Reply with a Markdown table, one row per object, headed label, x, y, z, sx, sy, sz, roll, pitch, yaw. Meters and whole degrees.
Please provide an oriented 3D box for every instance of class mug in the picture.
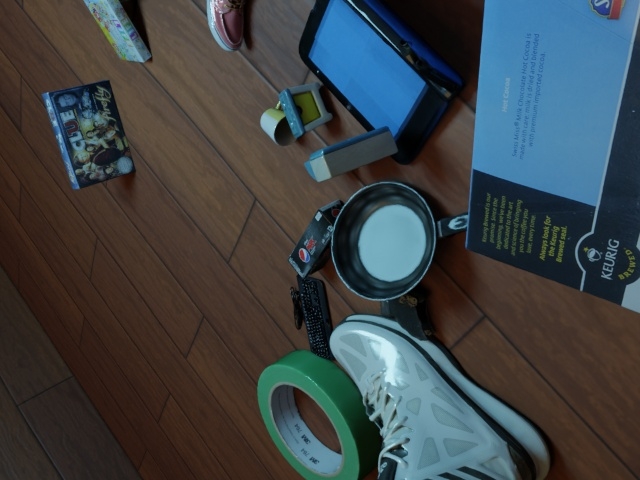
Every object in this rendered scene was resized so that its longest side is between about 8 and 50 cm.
| label | x | y | z | sx | sy | sz | roll | pitch | yaw |
| --- | --- | --- | --- | --- | --- | --- | --- | --- | --- |
| mug | -0.073 | -0.219 | 1.169 | 0.064 | 0.078 | 0.062 | 38 | 168 | 40 |

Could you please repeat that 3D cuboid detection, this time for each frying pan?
| label | x | y | z | sx | sy | sz | roll | pitch | yaw |
| --- | --- | --- | --- | --- | --- | --- | --- | --- | --- |
| frying pan | 0.152 | -0.033 | 1.014 | 0.326 | 0.053 | 0.197 | -36 | 63 | 26 |

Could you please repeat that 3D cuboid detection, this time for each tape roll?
| label | x | y | z | sx | sy | sz | roll | pitch | yaw |
| --- | --- | --- | --- | --- | --- | --- | --- | --- | --- |
| tape roll | -0.010 | 0.406 | 1.425 | 0.321 | 0.077 | 0.321 | 25 | 128 | 37 |

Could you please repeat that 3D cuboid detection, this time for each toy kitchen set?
| label | x | y | z | sx | sy | sz | roll | pitch | yaw |
| --- | --- | --- | --- | --- | --- | --- | --- | --- | --- |
| toy kitchen set | -0.003 | -0.180 | 1.007 | 0.207 | 0.122 | 0.166 | -8 | 105 | 67 |

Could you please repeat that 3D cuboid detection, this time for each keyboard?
| label | x | y | z | sx | sy | sz | roll | pitch | yaw |
| --- | --- | --- | --- | --- | --- | --- | --- | --- | --- |
| keyboard | -0.025 | 0.166 | 1.337 | 0.100 | 0.038 | 0.191 | 10 | 117 | 45 |

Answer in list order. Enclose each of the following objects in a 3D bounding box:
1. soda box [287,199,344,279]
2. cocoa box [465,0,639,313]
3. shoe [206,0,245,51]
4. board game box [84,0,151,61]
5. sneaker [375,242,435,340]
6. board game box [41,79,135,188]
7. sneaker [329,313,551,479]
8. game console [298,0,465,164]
| label | x | y | z | sx | sy | sz | roll | pitch | yaw |
| --- | --- | --- | --- | --- | --- | --- | --- | --- | --- |
| soda box | 0.000 | 0.000 | 1.197 | 0.053 | 0.060 | 0.169 | 50 | 138 | 14 |
| cocoa box | 0.294 | -0.145 | 0.585 | 0.228 | 0.231 | 0.346 | 22 | 132 | 33 |
| shoe | -0.160 | -0.432 | 1.129 | 0.081 | 0.064 | 0.177 | 9 | 113 | 51 |
| board game box | -0.452 | -0.473 | 1.411 | 0.104 | 0.026 | 0.154 | 19 | 147 | 41 |
| sneaker | 0.148 | 0.087 | 1.094 | 0.089 | 0.051 | 0.170 | 7 | 112 | 35 |
| board game box | -0.584 | -0.269 | 1.608 | 0.042 | 0.165 | 0.243 | 7 | 117 | 46 |
| sneaker | 0.132 | 0.301 | 1.063 | 0.448 | 0.258 | 0.169 | 33 | 133 | 32 |
| game console | 0.045 | -0.268 | 0.920 | 0.173 | 0.250 | 0.293 | -47 | 73 | 22 |
